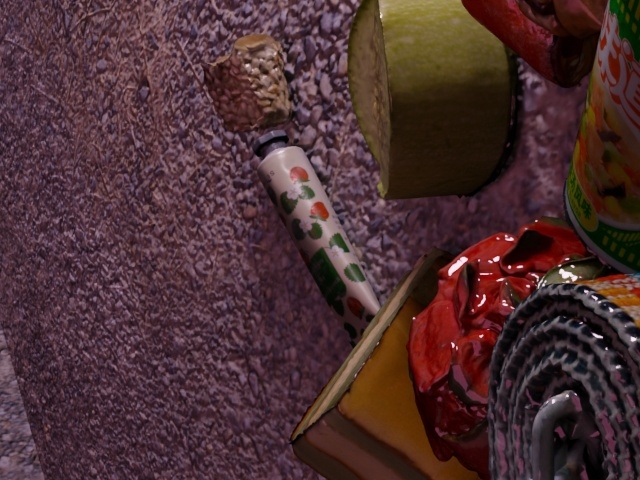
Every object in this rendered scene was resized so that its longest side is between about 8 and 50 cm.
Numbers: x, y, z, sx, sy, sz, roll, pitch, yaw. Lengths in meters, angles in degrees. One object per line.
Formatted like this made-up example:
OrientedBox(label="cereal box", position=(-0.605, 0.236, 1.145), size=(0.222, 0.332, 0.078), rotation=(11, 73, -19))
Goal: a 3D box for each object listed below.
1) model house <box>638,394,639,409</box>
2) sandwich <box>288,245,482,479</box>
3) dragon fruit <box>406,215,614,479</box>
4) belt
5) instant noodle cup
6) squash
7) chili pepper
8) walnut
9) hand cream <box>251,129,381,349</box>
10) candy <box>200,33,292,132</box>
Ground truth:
OrientedBox(label="model house", position=(0.278, 0.009, 0.673), size=(0.229, 0.188, 0.122), rotation=(-11, 125, 41))
OrientedBox(label="sandwich", position=(0.119, 0.156, 1.279), size=(0.198, 0.227, 0.155), rotation=(38, 148, -2))
OrientedBox(label="dragon fruit", position=(0.186, 0.113, 1.077), size=(0.233, 0.234, 0.293), rotation=(57, 176, 34))
OrientedBox(label="belt", position=(0.195, 0.165, 0.827), size=(0.207, 0.161, 0.295), rotation=(-169, 76, -64))
OrientedBox(label="instant noodle cup", position=(0.254, -0.093, 0.863), size=(0.207, 0.207, 0.232), rotation=(59, 154, 31))
OrientedBox(label="squash", position=(0.075, -0.139, 1.231), size=(0.220, 0.133, 0.220), rotation=(168, 90, -68))
OrientedBox(label="chili pepper", position=(0.157, -0.209, 1.088), size=(0.192, 0.084, 0.086), rotation=(51, 138, 32))
OrientedBox(label="walnut", position=(0.188, -0.216, 0.967), size=(0.115, 0.116, 0.207), rotation=(109, 162, -44))
OrientedBox(label="hand cream", position=(0.000, 0.000, 1.490), size=(0.276, 0.059, 0.095), rotation=(62, 150, 18))
OrientedBox(label="candy", position=(-0.082, -0.178, 1.537), size=(0.095, 0.085, 0.110), rotation=(-10, 102, 55))
